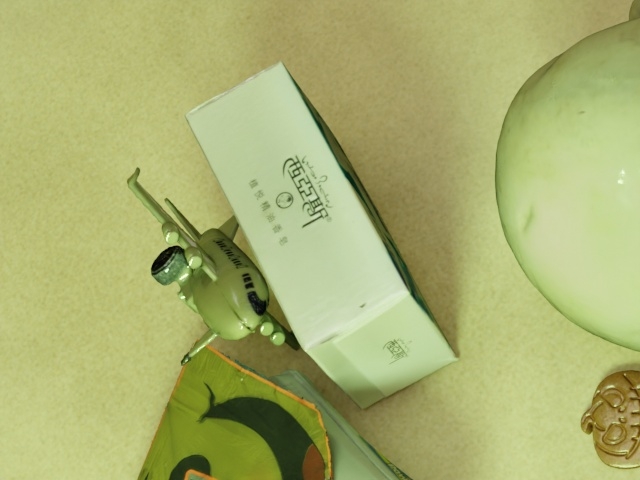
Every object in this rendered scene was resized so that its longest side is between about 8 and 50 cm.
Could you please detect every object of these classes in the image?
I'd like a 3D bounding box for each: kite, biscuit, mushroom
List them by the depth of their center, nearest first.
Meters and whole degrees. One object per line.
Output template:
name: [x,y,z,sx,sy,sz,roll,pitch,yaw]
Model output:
mushroom: [0.304,-0.078,1.519,0.315,0.315,0.356,-6,81,18]
biscuit: [0.276,0.164,1.601,0.078,0.015,0.091,-8,69,17]
kite: [-0.103,0.267,1.617,0.327,0.013,0.377,-30,57,35]

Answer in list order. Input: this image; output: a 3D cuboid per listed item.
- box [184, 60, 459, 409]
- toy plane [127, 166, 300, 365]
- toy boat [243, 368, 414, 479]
box: [0.002,-0.002,1.650,0.116,0.203,0.274,-30,64,3]
toy plane: [-0.094,0.039,1.644,0.104,0.242,0.256,-39,22,13]
toy boat: [0.030,0.239,1.601,0.269,0.141,0.141,36,86,29]
